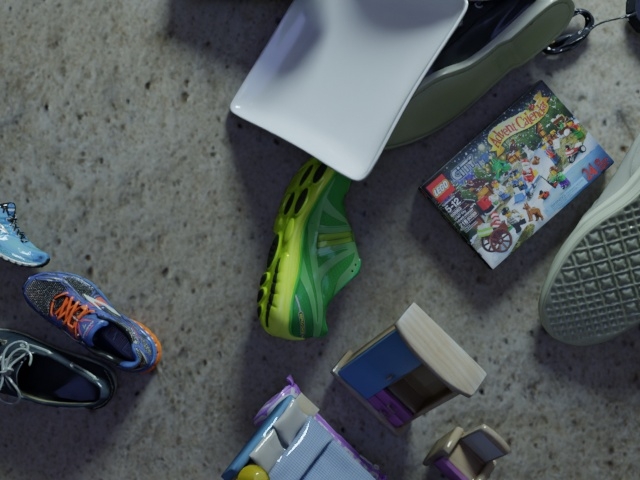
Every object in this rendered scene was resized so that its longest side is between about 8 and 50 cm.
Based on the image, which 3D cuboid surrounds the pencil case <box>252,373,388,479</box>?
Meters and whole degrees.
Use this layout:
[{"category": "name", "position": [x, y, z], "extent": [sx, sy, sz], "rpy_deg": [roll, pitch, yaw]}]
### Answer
[{"category": "pencil case", "position": [-0.002, 0.295, 1.368], "extent": [0.206, 0.086, 0.088], "rpy_deg": [44, 106, -1]}]

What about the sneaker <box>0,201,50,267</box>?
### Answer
[{"category": "sneaker", "position": [-0.454, -0.019, 1.378], "extent": [0.162, 0.063, 0.073], "rpy_deg": [35, 88, -1]}]

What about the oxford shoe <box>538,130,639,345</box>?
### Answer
[{"category": "oxford shoe", "position": [0.461, -0.046, 1.351], "extent": [0.169, 0.130, 0.449], "rpy_deg": [28, 106, -6]}]

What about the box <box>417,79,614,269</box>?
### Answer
[{"category": "box", "position": [0.279, -0.093, 1.383], "extent": [0.233, 0.044, 0.159], "rpy_deg": [-42, 91, 1]}]

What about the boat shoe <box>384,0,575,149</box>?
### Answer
[{"category": "boat shoe", "position": [0.185, -0.262, 1.351], "extent": [0.340, 0.127, 0.113], "rpy_deg": [-38, 62, 9]}]

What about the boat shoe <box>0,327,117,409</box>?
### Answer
[{"category": "boat shoe", "position": [-0.420, 0.189, 1.371], "extent": [0.254, 0.079, 0.095], "rpy_deg": [19, 91, 0]}]

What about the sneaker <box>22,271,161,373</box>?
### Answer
[{"category": "sneaker", "position": [-0.325, 0.114, 1.366], "extent": [0.221, 0.087, 0.083], "rpy_deg": [31, 90, -1]}]

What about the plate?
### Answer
[{"category": "plate", "position": [0.038, -0.243, 1.325], "extent": [0.277, 0.045, 0.278], "rpy_deg": [32, 91, 37]}]

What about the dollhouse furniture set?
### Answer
[{"category": "dollhouse furniture set", "position": [0.079, 0.289, 1.243], "extent": [0.286, 0.198, 0.303], "rpy_deg": [44, 54, -1]}]

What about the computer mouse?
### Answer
[{"category": "computer mouse", "position": [0.433, -0.317, 1.388], "extent": [0.242, 0.041, 0.071], "rpy_deg": [-14, 92, 7]}]

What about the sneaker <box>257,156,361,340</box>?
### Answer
[{"category": "sneaker", "position": [0.000, 0.000, 1.370], "extent": [0.123, 0.109, 0.296], "rpy_deg": [19, 87, -26]}]
